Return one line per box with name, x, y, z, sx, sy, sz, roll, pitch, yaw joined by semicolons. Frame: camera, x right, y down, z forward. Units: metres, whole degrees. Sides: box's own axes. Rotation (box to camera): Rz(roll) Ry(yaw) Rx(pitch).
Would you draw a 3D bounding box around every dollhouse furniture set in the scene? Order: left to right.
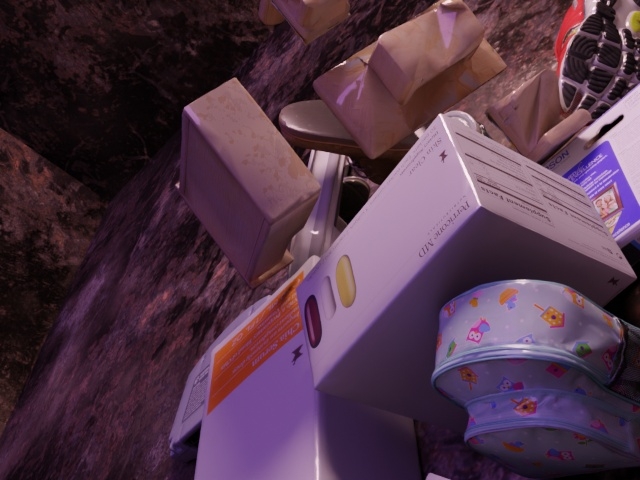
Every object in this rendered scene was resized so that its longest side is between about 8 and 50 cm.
dollhouse furniture set;0.036;-0.143;1.074;0.394;0.362;0.256;-35;-8;-19

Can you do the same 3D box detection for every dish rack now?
dish rack;0.000;0.000;1.345;0.333;0.072;0.285;-78;-3;-46

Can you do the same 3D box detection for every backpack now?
backpack;0.190;0.120;0.759;0.166;0.188;0.144;-25;35;49

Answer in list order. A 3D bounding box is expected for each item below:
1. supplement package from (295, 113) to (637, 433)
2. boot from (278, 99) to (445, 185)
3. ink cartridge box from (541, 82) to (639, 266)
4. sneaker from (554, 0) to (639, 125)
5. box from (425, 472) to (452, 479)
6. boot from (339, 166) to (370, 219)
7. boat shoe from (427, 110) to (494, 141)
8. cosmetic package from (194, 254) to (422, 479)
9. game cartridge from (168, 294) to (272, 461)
supplement package;0.133;0.045;0.886;0.262;0.204;0.145;-51;32;29
boot;0.069;-0.128;1.262;0.115;0.305;0.112;-63;39;35
ink cartridge box;0.334;-0.071;0.942;0.206;0.045;0.208;-43;26;28
sneaker;0.349;-0.235;1.129;0.279;0.107;0.118;-65;6;-33
box;0.136;0.304;0.687;0.182;0.119;0.181;-4;53;61
boot;0.036;-0.116;1.599;0.189;0.076;0.208;-31;24;39
boat shoe;0.141;-0.032;1.224;0.302;0.091;0.114;-52;47;9
cosmetic package;-0.021;0.250;1.030;0.230;0.161;0.453;-44;24;23
game cartridge;-0.149;0.220;1.430;0.294;0.060;0.196;-45;27;41
